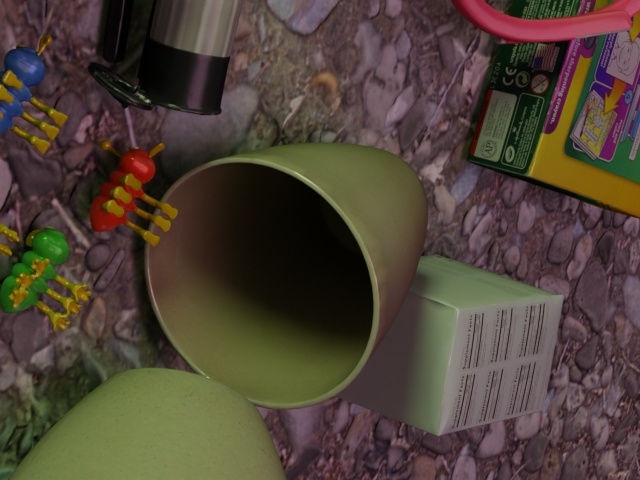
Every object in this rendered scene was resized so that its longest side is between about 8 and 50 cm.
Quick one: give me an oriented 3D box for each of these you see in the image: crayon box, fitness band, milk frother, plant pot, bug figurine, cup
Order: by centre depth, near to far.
[{"bbox_3d":[-0.254,-0.047,1.558,0.216,0.072,0.279,-56,144,-9],"label":"bug figurine"},{"bbox_3d":[-0.137,-0.187,1.565,0.129,0.143,0.135,11,103,-7],"label":"milk frother"},{"bbox_3d":[-0.156,0.263,1.643,0.331,0.331,0.237,54,39,-46],"label":"cup"},{"bbox_3d":[0.000,0.000,1.768,0.274,0.256,0.257,-36,132,-57],"label":"plant pot"},{"bbox_3d":[0.268,-0.333,1.975,0.290,0.054,0.209,-8,97,-19],"label":"fitness band"},{"bbox_3d":[0.353,-0.233,2.172,0.313,0.106,0.363,14,93,-52],"label":"crayon box"}]

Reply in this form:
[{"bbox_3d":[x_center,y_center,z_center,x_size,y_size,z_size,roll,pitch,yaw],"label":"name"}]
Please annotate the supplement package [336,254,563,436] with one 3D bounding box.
[{"bbox_3d":[0.133,0.114,1.979,0.203,0.194,0.149,-5,107,-48],"label":"supplement package"}]
